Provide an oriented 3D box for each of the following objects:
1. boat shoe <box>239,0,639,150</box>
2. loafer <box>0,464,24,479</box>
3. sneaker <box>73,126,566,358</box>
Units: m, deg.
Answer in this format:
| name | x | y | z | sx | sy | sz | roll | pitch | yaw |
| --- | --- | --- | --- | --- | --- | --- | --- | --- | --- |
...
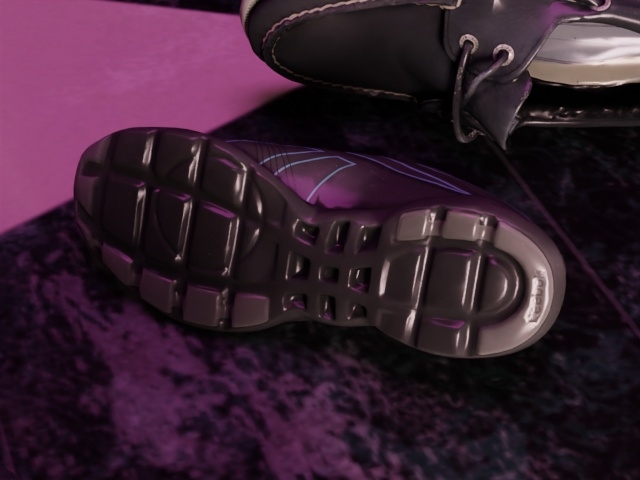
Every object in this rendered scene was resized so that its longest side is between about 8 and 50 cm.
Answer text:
| name | x | y | z | sx | sy | sz | roll | pitch | yaw |
| --- | --- | --- | --- | --- | --- | --- | --- | --- | --- |
| boat shoe | 0.123 | -0.108 | 0.942 | 0.340 | 0.127 | 0.113 | 1 | 60 | -8 |
| loafer | -0.192 | 0.121 | 0.645 | 0.302 | 0.095 | 0.109 | 30 | 10 | 25 |
| sneaker | 0.000 | 0.000 | 0.824 | 0.267 | 0.101 | 0.106 | 15 | 16 | 15 |
